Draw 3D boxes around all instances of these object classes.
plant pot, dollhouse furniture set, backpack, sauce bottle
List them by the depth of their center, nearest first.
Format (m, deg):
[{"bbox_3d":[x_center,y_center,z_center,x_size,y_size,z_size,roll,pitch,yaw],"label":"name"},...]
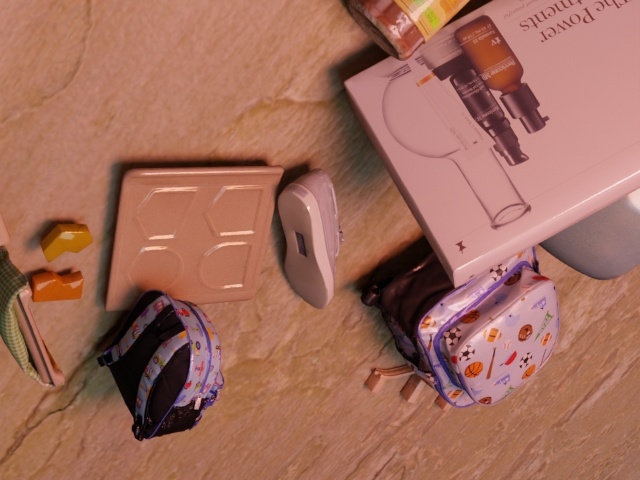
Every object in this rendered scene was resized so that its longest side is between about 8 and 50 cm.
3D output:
[{"bbox_3d":[-0.409,0.027,1.148,0.151,0.197,0.301,-22,130,-16],"label":"dollhouse furniture set"},{"bbox_3d":[0.183,-0.369,1.262,0.344,0.111,0.111,-46,132,2],"label":"sauce bottle"},{"bbox_3d":[-0.191,0.148,1.370,0.117,0.158,0.173,-2,137,-42],"label":"backpack"},{"bbox_3d":[0.346,-0.113,1.449,0.195,0.290,0.290,20,112,-15],"label":"plant pot"},{"bbox_3d":[0.233,0.119,1.585,0.276,0.213,0.263,-33,143,-9],"label":"backpack"}]

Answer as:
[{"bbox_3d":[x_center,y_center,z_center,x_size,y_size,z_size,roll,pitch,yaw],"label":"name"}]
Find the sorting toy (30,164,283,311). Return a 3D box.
[{"bbox_3d":[-0.209,-0.003,1.352,0.307,0.041,0.229,-3,128,-28],"label":"sorting toy"}]

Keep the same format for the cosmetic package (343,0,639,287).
[{"bbox_3d":[0.260,-0.157,1.308,0.377,0.284,0.097,-29,164,0],"label":"cosmetic package"}]

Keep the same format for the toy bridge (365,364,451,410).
[{"bbox_3d":[0.156,0.233,1.731,0.188,0.026,0.063,20,108,-38],"label":"toy bridge"}]

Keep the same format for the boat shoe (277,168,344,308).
[{"bbox_3d":[-0.001,-0.001,1.439,0.081,0.079,0.227,-43,145,-30],"label":"boat shoe"}]
